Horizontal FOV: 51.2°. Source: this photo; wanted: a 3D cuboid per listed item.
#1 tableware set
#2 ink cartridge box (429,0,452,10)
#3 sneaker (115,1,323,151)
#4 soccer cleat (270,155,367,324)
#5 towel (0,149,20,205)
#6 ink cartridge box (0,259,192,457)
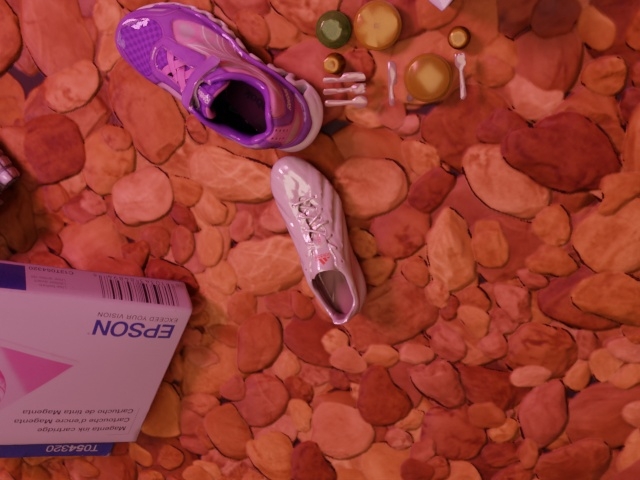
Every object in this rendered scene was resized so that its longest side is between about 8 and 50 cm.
[{"bbox_3d":[0.072,-0.188,0.672,0.154,0.024,0.103,-1,108,15],"label":"tableware set"},{"bbox_3d":[0.083,-0.301,0.563,0.176,0.127,0.128,39,114,-5],"label":"ink cartridge box"},{"bbox_3d":[-0.114,-0.163,0.675,0.236,0.104,0.095,31,118,6],"label":"sneaker"},{"bbox_3d":[0.000,0.000,0.733,0.068,0.076,0.196,-20,106,20],"label":"soccer cleat"},{"bbox_3d":[-0.539,-0.074,0.804,0.284,0.121,0.235,-30,103,22],"label":"towel"},{"bbox_3d":[-0.359,0.174,0.797,0.324,0.071,0.330,9,119,-32],"label":"ink cartridge box"}]
